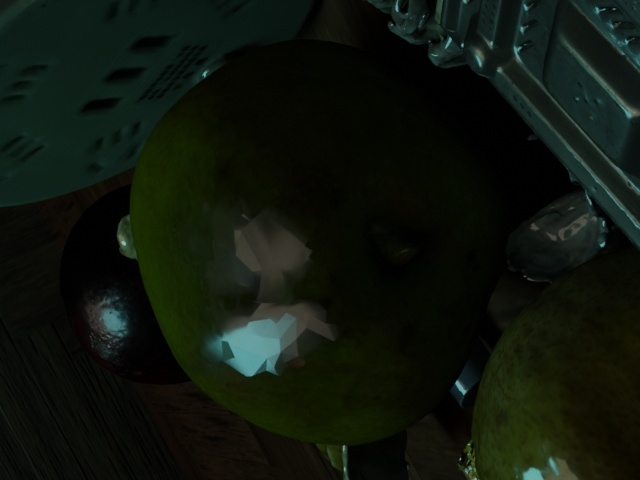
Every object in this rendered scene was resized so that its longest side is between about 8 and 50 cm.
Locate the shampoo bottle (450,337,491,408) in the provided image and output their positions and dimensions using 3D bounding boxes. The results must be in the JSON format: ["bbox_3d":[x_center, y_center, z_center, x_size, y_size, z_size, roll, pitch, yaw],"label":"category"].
[{"bbox_3d":[0.067,0.039,1.173,0.214,0.072,0.072,53,161,25],"label":"shampoo bottle"}]

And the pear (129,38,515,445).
[{"bbox_3d":[0.000,0.000,0.990,0.269,0.269,0.321,65,166,-13],"label":"pear"}]

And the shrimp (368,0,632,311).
[{"bbox_3d":[0.065,-0.139,0.759,0.410,0.166,0.221,48,-156,-21],"label":"shrimp"}]

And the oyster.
[{"bbox_3d":[-0.041,0.086,1.339,0.351,0.115,0.238,41,-176,2],"label":"oyster"}]

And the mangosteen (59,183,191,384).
[{"bbox_3d":[-0.157,0.028,1.603,0.261,0.235,0.236,-41,76,33],"label":"mangosteen"}]

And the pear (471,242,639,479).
[{"bbox_3d":[0.187,0.097,0.701,0.228,0.188,0.211,22,-168,4],"label":"pear"}]

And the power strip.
[{"bbox_3d":[-0.181,-0.176,1.053,0.161,0.357,0.357,58,163,15],"label":"power strip"}]

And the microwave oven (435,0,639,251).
[{"bbox_3d":[0.167,-0.079,0.577,0.240,0.145,0.194,52,158,25],"label":"microwave oven"}]

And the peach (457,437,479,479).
[{"bbox_3d":[0.164,0.134,1.008,0.127,0.092,0.172,37,139,44],"label":"peach"}]
